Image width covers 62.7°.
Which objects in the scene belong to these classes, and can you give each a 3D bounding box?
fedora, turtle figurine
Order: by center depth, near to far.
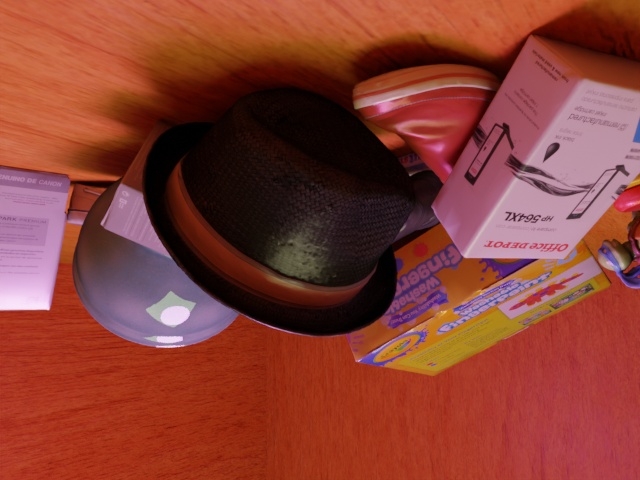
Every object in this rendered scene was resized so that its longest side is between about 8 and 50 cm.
[{"bbox_3d":[-0.015,-0.056,0.583,0.334,0.334,0.152,5,141,-37],"label":"fedora"},{"bbox_3d":[0.547,-0.084,0.832,0.266,0.274,0.198,-23,143,16],"label":"turtle figurine"}]

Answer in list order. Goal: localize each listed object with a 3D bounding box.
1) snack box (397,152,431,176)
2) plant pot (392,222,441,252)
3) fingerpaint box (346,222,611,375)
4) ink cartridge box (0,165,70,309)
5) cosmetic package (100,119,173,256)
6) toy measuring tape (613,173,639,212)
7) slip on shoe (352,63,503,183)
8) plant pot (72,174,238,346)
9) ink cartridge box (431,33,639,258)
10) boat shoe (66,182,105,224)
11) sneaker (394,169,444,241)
[{"bbox_3d":[0.176,-0.123,0.799,0.064,0.022,0.178,6,170,-36],"label":"snack box"},{"bbox_3d":[0.178,-0.009,1.190,0.165,0.167,0.167,8,171,-9],"label":"plant pot"},{"bbox_3d":[0.310,0.096,1.067,0.445,0.163,0.371,-35,147,22],"label":"fingerpaint box"},{"bbox_3d":[-0.620,-0.025,0.902,0.309,0.272,0.130,6,-159,-38],"label":"ink cartridge box"},{"bbox_3d":[-0.133,-0.035,0.677,0.238,0.127,0.107,29,135,-18],"label":"cosmetic package"},{"bbox_3d":[0.403,-0.111,0.601,0.121,0.121,0.330,1,164,-12],"label":"toy measuring tape"},{"bbox_3d":[0.161,-0.112,0.588,0.123,0.101,0.331,-5,170,42],"label":"slip on shoe"},{"bbox_3d":[-0.227,-0.009,0.822,0.293,0.293,0.196,3,145,-23],"label":"plant pot"},{"bbox_3d":[0.227,-0.078,0.519,0.148,0.086,0.203,1,133,-23],"label":"ink cartridge box"},{"bbox_3d":[-0.332,-0.059,0.995,0.267,0.088,0.096,6,176,-7],"label":"boat shoe"},{"bbox_3d":[0.066,-0.019,0.837,0.130,0.109,0.286,-16,162,-48],"label":"sneaker"}]
